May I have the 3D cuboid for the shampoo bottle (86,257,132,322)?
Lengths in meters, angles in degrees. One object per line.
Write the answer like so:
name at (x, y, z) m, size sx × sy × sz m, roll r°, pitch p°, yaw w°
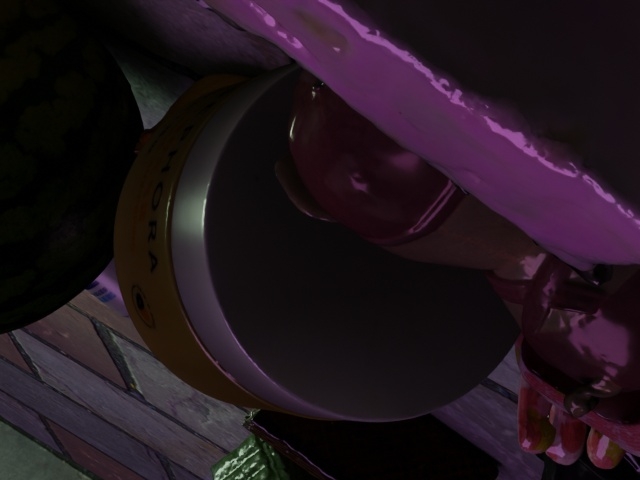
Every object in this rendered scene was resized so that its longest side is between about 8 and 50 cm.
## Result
shampoo bottle at (-0.201, 0.004, 1.840) m, size 0.303 × 0.092 × 0.092 m, roll 39°, pitch 163°, yaw -17°

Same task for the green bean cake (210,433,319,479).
green bean cake at (-0.032, 0.332, 2.358) m, size 0.173 × 0.094 × 0.181 m, roll 39°, pitch -163°, yaw -34°

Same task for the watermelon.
watermelon at (-0.269, -0.069, 1.433) m, size 0.285 × 0.285 × 0.285 m, roll 31°, pitch 164°, yaw 10°

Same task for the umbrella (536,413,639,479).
umbrella at (0.307, 0.201, 1.442) m, size 0.340 × 0.118 × 0.118 m, roll 27°, pitch 164°, yaw 0°

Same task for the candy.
candy at (0.074, -0.114, 0.844) m, size 0.265 × 0.155 × 0.116 m, roll 35°, pitch 169°, yaw -6°

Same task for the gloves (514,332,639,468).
gloves at (0.200, 0.090, 1.279) m, size 0.145 × 0.126 × 0.241 m, roll 1°, pitch 176°, yaw 16°

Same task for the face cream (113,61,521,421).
face cream at (0.000, 0.000, 1.204) m, size 0.218 × 0.218 × 0.179 m, roll 39°, pitch 164°, yaw -17°

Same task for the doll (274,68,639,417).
doll at (0.110, -0.038, 1.014) m, size 0.256 × 0.196 × 0.152 m, roll 34°, pitch -158°, yaw -16°

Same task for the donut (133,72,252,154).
donut at (-0.033, -0.051, 1.390) m, size 0.174 × 0.074 × 0.190 m, roll 13°, pitch 159°, yaw 48°

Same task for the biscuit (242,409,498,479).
biscuit at (0.045, 0.197, 1.898) m, size 0.252 × 0.106 × 0.070 m, roll 36°, pitch 166°, yaw -5°
